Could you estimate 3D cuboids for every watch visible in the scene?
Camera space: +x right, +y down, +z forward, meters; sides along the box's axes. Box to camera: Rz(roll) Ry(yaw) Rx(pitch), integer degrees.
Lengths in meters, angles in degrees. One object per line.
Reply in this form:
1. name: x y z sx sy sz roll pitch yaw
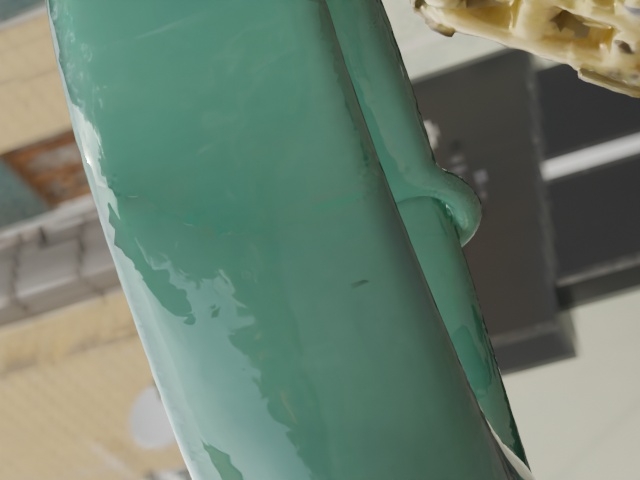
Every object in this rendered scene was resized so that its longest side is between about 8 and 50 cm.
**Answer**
1. watch: 0.000 0.000 0.426 0.237 0.068 0.195 49 -156 -69

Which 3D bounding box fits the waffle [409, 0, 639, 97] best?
1. waffle: 0.235 -0.155 0.941 0.261 0.376 0.114 94 -163 -66
